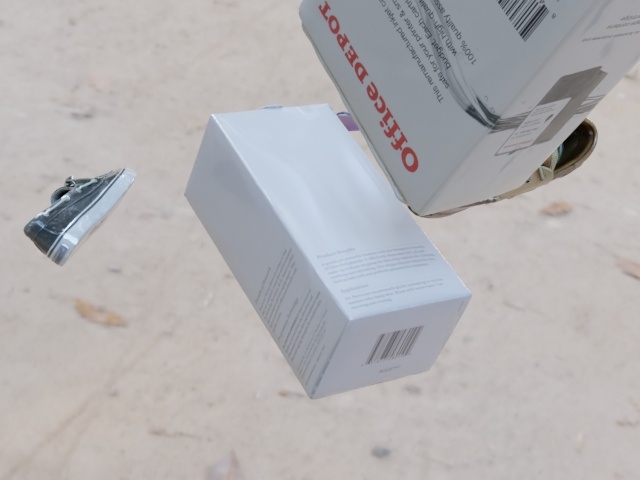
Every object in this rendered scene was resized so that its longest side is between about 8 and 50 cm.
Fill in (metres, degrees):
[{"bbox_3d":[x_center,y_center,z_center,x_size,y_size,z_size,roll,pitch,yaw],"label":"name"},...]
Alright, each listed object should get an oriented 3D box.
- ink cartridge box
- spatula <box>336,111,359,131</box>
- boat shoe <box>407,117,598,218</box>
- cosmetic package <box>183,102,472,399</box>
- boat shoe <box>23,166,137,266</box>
[{"bbox_3d":[0.090,-0.133,0.630,0.087,0.208,0.153,-13,66,-34],"label":"ink cartridge box"},{"bbox_3d":[0.036,-0.195,2.005,0.084,0.030,0.296,1,7,6],"label":"spatula"},{"bbox_3d":[0.218,-0.107,1.439,0.120,0.122,0.324,-3,14,40],"label":"boat shoe"},{"bbox_3d":[0.000,0.000,1.546,0.197,0.155,0.365,-8,48,-33],"label":"cosmetic package"},{"bbox_3d":[-0.293,-0.048,1.510,0.070,0.078,0.219,38,28,-4],"label":"boat shoe"}]
